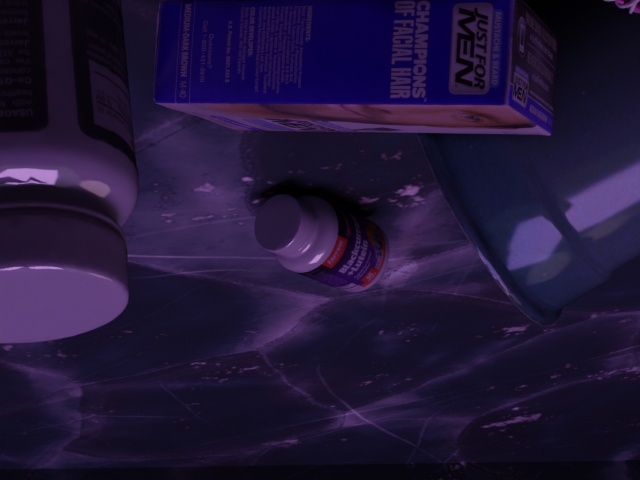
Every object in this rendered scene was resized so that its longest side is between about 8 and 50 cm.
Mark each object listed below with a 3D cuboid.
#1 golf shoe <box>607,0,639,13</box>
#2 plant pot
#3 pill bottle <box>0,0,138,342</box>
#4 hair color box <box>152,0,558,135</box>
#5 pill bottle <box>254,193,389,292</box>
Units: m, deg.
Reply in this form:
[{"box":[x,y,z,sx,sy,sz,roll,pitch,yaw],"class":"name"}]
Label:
[{"box":[0.258,-0.260,1.195,0.306,0.140,0.115,-23,166,-28],"class":"golf shoe"},{"box":[0.313,-0.133,1.416,0.334,0.341,0.341,-28,151,21],"class":"plant pot"},{"box":[-0.269,-0.106,1.194,0.204,0.361,0.204,-7,156,-3],"class":"pill bottle"},{"box":[0.036,-0.161,1.260,0.339,0.110,0.185,1,177,22],"class":"hair color box"},{"box":[0.000,0.000,1.838,0.108,0.108,0.193,-23,153,30],"class":"pill bottle"}]
